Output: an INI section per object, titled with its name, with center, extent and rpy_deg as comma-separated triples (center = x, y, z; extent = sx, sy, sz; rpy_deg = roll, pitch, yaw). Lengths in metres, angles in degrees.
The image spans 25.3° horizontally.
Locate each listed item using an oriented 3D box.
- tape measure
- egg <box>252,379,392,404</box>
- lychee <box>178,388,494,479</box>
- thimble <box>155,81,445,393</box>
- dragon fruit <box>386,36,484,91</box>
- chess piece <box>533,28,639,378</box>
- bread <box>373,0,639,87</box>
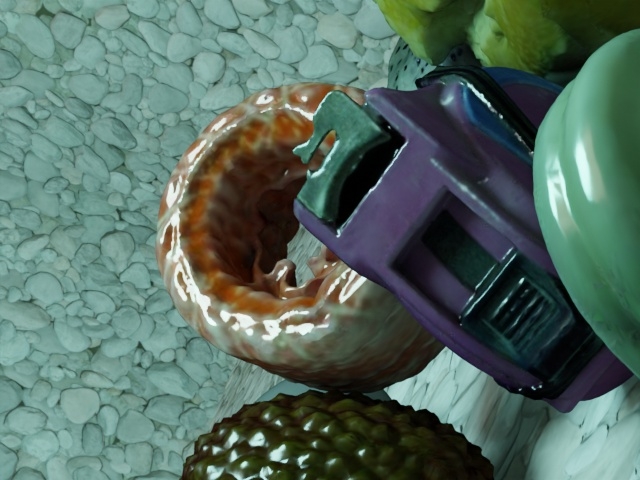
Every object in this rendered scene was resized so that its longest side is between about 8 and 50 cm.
[tape measure]
center = 0.123, -0.012, 0.915
extent = 0.149, 0.245, 0.231
rpy_deg = -55, -17, 26
[egg]
center = -0.002, 0.213, 1.296
extent = 0.176, 0.176, 0.232
rpy_deg = -57, 2, 35
[lychee]
center = 0.005, 0.219, 1.047
extent = 0.271, 0.236, 0.236
rpy_deg = -29, 26, 34
[thimble]
center = 0.000, 0.000, 1.100
extent = 0.162, 0.239, 0.239
rpy_deg = 33, -96, -54
[dragon fruit]
center = 0.160, -0.126, 1.267
extent = 0.204, 0.221, 0.283
rpy_deg = -39, 26, 59
[chess piece]
center = 0.246, -0.067, 0.582
extent = 0.299, 0.194, 0.194
rpy_deg = -43, 18, 44
[bread]
center = 0.230, -0.267, 1.072
extent = 0.395, 0.264, 0.239
rpy_deg = -25, -8, -18
